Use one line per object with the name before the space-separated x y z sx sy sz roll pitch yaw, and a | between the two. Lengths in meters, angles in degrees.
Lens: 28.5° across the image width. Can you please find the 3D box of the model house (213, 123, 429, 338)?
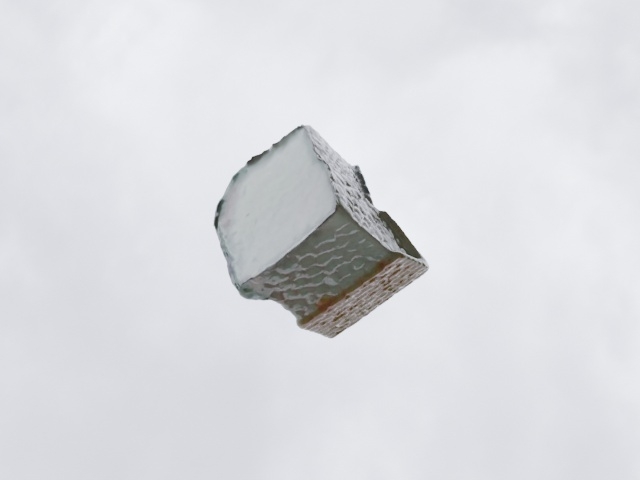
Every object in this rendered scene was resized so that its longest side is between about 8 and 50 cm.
model house | 0.000 0.000 0.785 0.088 0.101 0.100 -39 -50 16
